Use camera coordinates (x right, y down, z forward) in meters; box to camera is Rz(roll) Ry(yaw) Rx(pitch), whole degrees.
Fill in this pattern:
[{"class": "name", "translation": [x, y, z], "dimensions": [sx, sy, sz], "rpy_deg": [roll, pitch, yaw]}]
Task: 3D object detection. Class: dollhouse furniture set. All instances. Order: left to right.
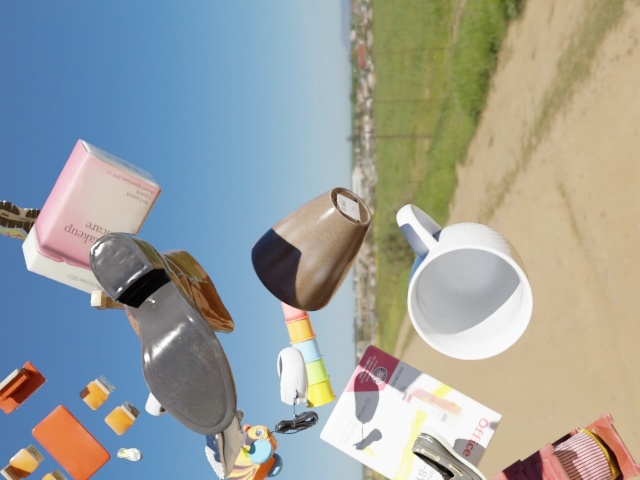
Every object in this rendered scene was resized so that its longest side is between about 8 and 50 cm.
[{"class": "dollhouse furniture set", "translation": [-0.542, 0.375, 1.600], "dimensions": [0.259, 0.262, 0.135], "rpy_deg": [47, 169, -3]}, {"class": "dollhouse furniture set", "translation": [0.490, 0.510, 1.341], "dimensions": [0.152, 0.201, 0.374], "rpy_deg": [-47, 65, 43]}]

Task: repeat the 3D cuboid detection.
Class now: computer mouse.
[{"class": "computer mouse", "translation": [-0.061, 0.341, 1.818], "dimensions": [0.042, 0.106, 0.193], "rpy_deg": [146, 120, -66]}]

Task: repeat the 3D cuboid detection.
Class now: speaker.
[{"class": "speaker", "translation": [-0.385, 0.362, 1.937], "dimensions": [0.055, 0.055, 0.136], "rpy_deg": [-87, 19, -67]}]

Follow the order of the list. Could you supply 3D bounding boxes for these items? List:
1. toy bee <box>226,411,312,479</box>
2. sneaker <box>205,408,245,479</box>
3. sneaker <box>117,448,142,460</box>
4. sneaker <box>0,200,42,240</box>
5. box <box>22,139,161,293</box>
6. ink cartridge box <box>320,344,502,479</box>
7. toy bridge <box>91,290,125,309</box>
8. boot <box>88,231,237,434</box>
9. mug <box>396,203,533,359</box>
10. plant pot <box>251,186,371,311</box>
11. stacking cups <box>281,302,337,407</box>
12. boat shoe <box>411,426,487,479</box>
[{"class": "toy bee", "translation": [-0.174, 0.600, 2.234], "dimensions": [0.298, 0.162, 0.195], "rpy_deg": [-31, -57, -39]}, {"class": "sneaker", "translation": [-0.231, 0.514, 1.973], "dimensions": [0.090, 0.094, 0.235], "rpy_deg": [42, 143, 31]}, {"class": "sneaker", "translation": [-0.509, 0.579, 2.134], "dimensions": [0.035, 0.083, 0.031], "rpy_deg": [44, -125, -51]}, {"class": "sneaker", "translation": [-0.730, -0.042, 1.883], "dimensions": [0.208, 0.094, 0.081], "rpy_deg": [39, -129, -57]}, {"class": "box", "translation": [-0.413, -0.040, 1.422], "dimensions": [0.232, 0.148, 0.127], "rpy_deg": [-61, 30, 6]}, {"class": "ink cartridge box", "translation": [0.237, 0.485, 2.039], "dimensions": [0.279, 0.384, 0.160], "rpy_deg": [-60, -15, -11]}, {"class": "toy bridge", "translation": [-0.257, 0.093, 1.217], "dimensions": [0.063, 0.188, 0.026], "rpy_deg": [76, -168, -70]}, {"class": "boot", "translation": [-0.165, 0.115, 1.000], "dimensions": [0.264, 0.096, 0.280], "rpy_deg": [49, -179, 10]}, {"class": "mug", "translation": [0.322, 0.060, 1.892], "dimensions": [0.374, 0.276, 0.328], "rpy_deg": [45, -162, -6]}, {"class": "plant pot", "translation": [0.000, 0.000, 1.697], "dimensions": [0.230, 0.215, 0.215], "rpy_deg": [-49, 26, 34]}, {"class": "stacking cups", "translation": [-0.047, 0.317, 2.265], "dimensions": [0.096, 0.096, 0.316], "rpy_deg": [-5, -103, -88]}, {"class": "boat shoe", "translation": [0.304, 0.534, 1.836], "dimensions": [0.069, 0.228, 0.081], "rpy_deg": [-50, 7, -27]}]
